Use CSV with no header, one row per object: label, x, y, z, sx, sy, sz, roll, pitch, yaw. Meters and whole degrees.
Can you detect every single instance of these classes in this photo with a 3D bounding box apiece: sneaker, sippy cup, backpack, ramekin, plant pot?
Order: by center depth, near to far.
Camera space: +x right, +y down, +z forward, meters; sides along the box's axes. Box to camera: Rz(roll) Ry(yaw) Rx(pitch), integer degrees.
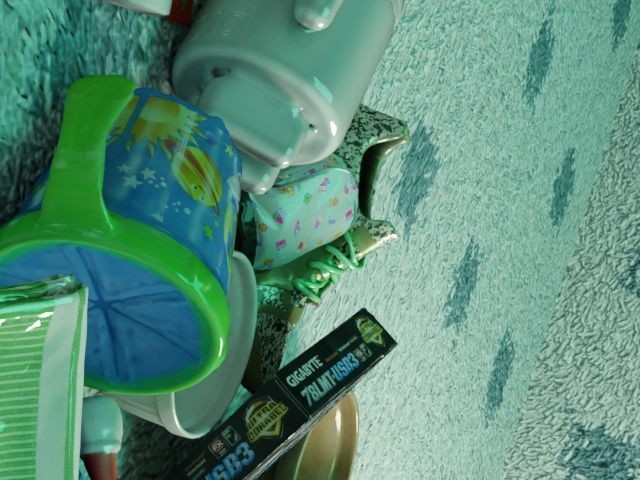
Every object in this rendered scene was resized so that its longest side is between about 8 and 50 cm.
sippy cup,-0.176,-0.012,1.554,0.305,0.240,0.224,-44,-157,47
ramekin,-0.159,0.100,1.803,0.207,0.109,0.207,14,90,-70
backpack,-0.049,-0.042,1.931,0.182,0.115,0.152,-24,135,-30
sneaker,0.000,0.000,2.060,0.158,0.182,0.410,29,76,-69
plant pot,-0.040,0.299,2.244,0.237,0.110,0.237,12,90,-70

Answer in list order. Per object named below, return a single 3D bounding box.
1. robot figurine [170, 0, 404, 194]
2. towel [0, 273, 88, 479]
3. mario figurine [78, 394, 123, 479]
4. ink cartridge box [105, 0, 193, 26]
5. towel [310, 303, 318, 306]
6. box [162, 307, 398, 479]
robot figurine,-0.031,-0.225,1.811,0.300,0.200,0.353,-39,-157,57
towel,-0.324,0.166,1.326,0.325,0.038,0.248,-13,116,-43
mario figurine,-0.274,0.254,1.560,0.170,0.198,0.320,-88,166,-56
ink cartridge box,-0.143,-0.317,1.672,0.232,0.066,0.189,6,97,-66
towel,0.004,-0.058,2.263,0.199,0.031,0.275,39,68,-70
box,-0.069,0.227,1.959,0.295,0.073,0.293,-45,175,25
